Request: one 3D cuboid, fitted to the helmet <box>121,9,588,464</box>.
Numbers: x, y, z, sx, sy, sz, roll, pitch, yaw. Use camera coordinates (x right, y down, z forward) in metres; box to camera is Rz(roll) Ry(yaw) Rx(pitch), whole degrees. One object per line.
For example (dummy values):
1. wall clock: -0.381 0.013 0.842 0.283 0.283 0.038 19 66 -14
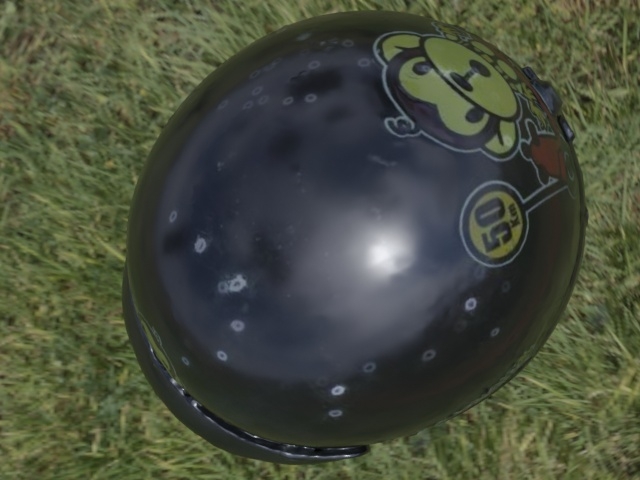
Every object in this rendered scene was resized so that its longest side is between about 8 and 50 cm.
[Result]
1. helmet: 0.000 0.000 0.556 0.279 0.160 0.230 -34 83 7
